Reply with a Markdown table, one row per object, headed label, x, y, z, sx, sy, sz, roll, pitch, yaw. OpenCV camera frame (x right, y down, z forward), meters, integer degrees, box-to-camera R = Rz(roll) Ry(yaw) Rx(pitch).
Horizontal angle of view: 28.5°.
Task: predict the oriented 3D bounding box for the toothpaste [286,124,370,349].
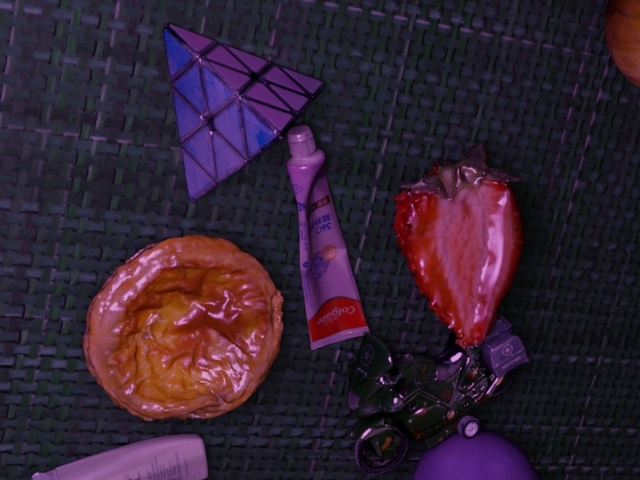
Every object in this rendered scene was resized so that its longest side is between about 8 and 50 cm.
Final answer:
| label | x | y | z | sx | sy | sz | roll | pitch | yaw |
| --- | --- | --- | --- | --- | --- | --- | --- | --- | --- |
| toothpaste | 0.000 | 0.000 | 1.552 | 0.075 | 0.048 | 0.301 | -27 | 122 | -27 |

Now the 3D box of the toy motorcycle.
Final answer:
| label | x | y | z | sx | sy | sz | roll | pitch | yaw |
| --- | --- | --- | --- | --- | --- | --- | --- | --- | --- |
| toy motorcycle | 0.142 | 0.174 | 1.635 | 0.275 | 0.125 | 0.187 | -30 | 118 | -17 |

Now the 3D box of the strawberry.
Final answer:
| label | x | y | z | sx | sy | sz | roll | pitch | yaw |
| --- | --- | --- | --- | --- | --- | --- | --- | --- | --- |
| strawberry | 0.184 | 0.007 | 1.590 | 0.174 | 0.098 | 0.228 | -24 | 102 | -11 |

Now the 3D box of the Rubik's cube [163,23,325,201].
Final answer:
| label | x | y | z | sx | sy | sz | roll | pitch | yaw |
| --- | --- | --- | --- | --- | --- | --- | --- | --- | --- |
| Rubik's cube | -0.096 | -0.152 | 1.387 | 0.211 | 0.178 | 0.190 | -46 | 116 | -5 |

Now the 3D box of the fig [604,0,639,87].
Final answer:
| label | x | y | z | sx | sy | sz | roll | pitch | yaw |
| --- | --- | --- | --- | --- | --- | --- | --- | --- | --- |
| fig | 0.438 | -0.234 | 1.585 | 0.143 | 0.230 | 0.160 | -24 | 131 | 31 |

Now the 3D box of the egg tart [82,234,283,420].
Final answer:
| label | x | y | z | sx | sy | sz | roll | pitch | yaw |
| --- | --- | --- | --- | --- | --- | --- | --- | --- | --- |
| egg tart | -0.163 | 0.102 | 1.481 | 0.241 | 0.106 | 0.241 | -6 | 107 | -21 |

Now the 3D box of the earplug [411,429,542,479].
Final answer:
| label | x | y | z | sx | sy | sz | roll | pitch | yaw |
| --- | --- | --- | --- | --- | --- | --- | --- | --- | --- |
| earplug | 0.273 | 0.450 | 1.742 | 0.215 | 0.215 | 0.456 | -34 | 114 | -10 |

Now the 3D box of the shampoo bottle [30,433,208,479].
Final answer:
| label | x | y | z | sx | sy | sz | roll | pitch | yaw |
| --- | --- | --- | --- | --- | --- | --- | --- | --- | --- |
| shampoo bottle | -0.244 | 0.288 | 1.537 | 0.212 | 0.049 | 0.072 | -15 | 117 | -19 |
